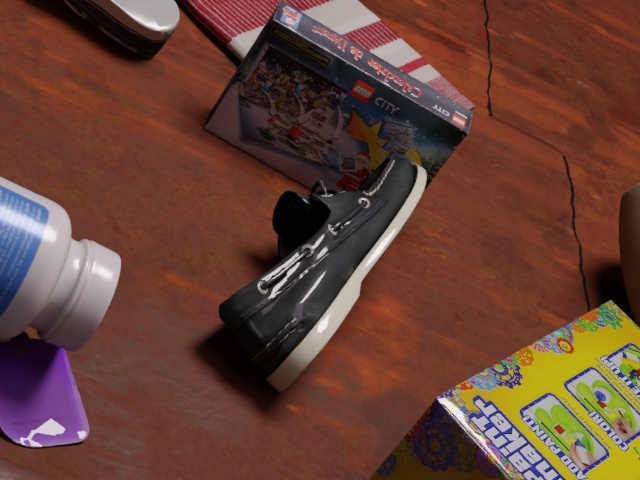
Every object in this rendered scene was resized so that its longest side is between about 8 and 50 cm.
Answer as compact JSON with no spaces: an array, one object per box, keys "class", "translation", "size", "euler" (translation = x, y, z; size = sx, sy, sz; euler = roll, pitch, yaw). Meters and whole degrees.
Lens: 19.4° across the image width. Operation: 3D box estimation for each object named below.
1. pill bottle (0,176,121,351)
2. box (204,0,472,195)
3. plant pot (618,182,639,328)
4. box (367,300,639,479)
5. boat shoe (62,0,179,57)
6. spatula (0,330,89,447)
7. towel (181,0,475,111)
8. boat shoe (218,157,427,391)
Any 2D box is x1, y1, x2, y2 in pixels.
[{"class":"pill bottle","translation":[-0.279,0.006,1.514],"size":[0.221,0.124,0.124],"euler":[27,36,-19]},{"class":"box","translation":[0.018,-0.125,1.940],"size":[0.233,0.159,0.044],"euler":[30,35,-9]},{"class":"plant pot","translation":[0.454,0.066,2.032],"size":[0.284,0.284,0.191],"euler":[18,75,-24]},{"class":"box","translation":[0.152,0.237,1.520],"size":[0.177,0.290,0.279],"euler":[47,36,16]},{"class":"boat shoe","translation":[-0.252,-0.272,1.966],"size":[0.219,0.070,0.078],"euler":[39,49,-2]},{"class":"spatula","translation":[-0.283,0.049,1.599],"size":[0.084,0.030,0.296],"euler":[-4,51,-39]},{"class":"towel","translation":[-0.003,-0.217,2.141],"size":[0.329,0.037,0.237],"euler":[44,38,15]},{"class":"boat shoe","translation":[-0.002,0.003,1.805],"size":[0.113,0.127,0.340],"euler":[38,47,-4]}]
